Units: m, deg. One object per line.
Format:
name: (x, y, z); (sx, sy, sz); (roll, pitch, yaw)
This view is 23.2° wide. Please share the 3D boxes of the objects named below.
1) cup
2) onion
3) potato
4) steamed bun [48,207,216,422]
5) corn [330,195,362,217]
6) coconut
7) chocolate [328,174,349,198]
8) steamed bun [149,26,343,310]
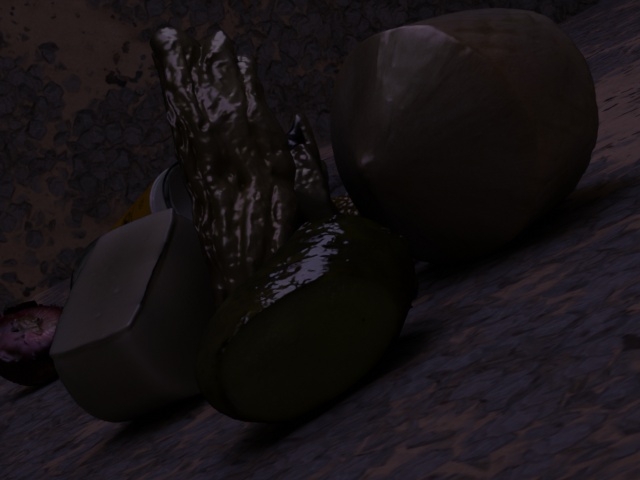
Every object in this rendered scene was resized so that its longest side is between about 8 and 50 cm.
cup: (-0.192, 0.023, 1.989); (0.196, 0.196, 0.279); (-34, -10, -43)
onion: (-0.442, 0.175, 2.407); (0.150, 0.140, 0.150); (1, 44, 0)
potato: (-0.010, 0.079, 1.481); (0.176, 0.141, 0.298); (-24, 16, 42)
steamed bun: (-0.190, 0.096, 1.778); (0.146, 0.164, 0.241); (-22, 31, 27)
corn: (0.000, 0.000, 2.014); (0.119, 0.119, 0.322); (-32, 10, -35)
coconut: (0.152, -0.119, 1.759); (0.329, 0.328, 0.329); (-26, 8, 4)
chocolate: (0.040, -0.040, 2.203); (0.110, 0.110, 0.248); (-28, 8, -10)
steamed bun: (-0.053, -0.037, 1.773); (0.189, 0.428, 0.247); (-14, -32, -5)
